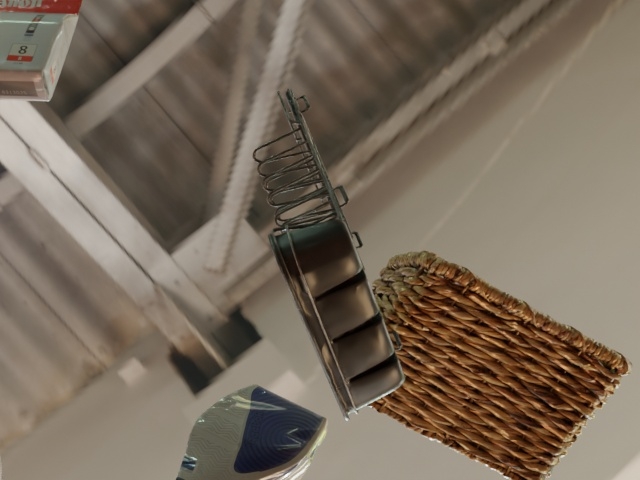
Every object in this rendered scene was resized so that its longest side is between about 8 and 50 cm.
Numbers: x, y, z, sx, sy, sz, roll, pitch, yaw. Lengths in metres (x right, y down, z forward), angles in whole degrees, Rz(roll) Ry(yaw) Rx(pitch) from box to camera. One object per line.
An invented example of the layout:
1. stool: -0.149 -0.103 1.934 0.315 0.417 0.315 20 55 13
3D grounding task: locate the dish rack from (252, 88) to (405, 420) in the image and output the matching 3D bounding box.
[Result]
1. dish rack: 0.000 0.000 1.304 0.074 0.271 0.208 -20 -51 1

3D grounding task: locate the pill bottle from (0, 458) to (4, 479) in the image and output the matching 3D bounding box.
1. pill bottle: -0.445 0.212 1.459 0.210 0.210 0.363 -29 -42 -8

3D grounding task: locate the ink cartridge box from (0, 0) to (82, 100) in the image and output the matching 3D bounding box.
1. ink cartridge box: -0.301 -0.205 1.354 0.146 0.179 0.045 2 -37 7

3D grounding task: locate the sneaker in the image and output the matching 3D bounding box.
1. sneaker: -0.124 0.321 1.645 0.315 0.127 0.182 -52 -17 -38

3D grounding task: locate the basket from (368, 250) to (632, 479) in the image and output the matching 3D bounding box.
1. basket: 0.202 0.121 1.803 0.299 0.213 0.223 27 -66 -8
